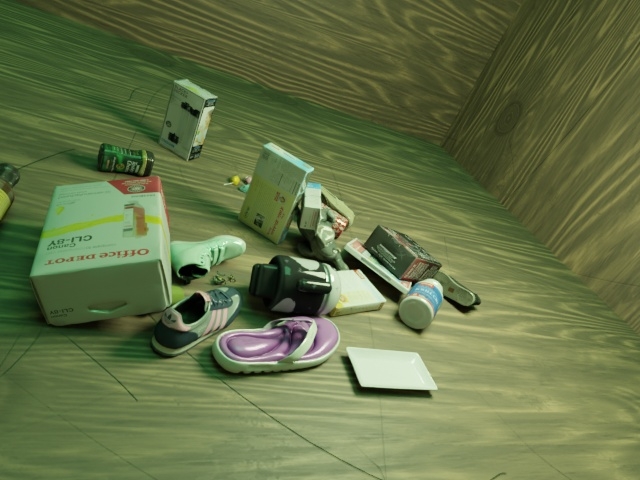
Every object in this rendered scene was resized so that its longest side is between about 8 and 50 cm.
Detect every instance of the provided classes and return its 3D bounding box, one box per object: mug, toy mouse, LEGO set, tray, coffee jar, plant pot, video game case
[{"bbox_3d":[0.025,-0.097,1.986,0.169,0.113,0.150,29,30,-2],"label":"mug"},{"bbox_3d":[-0.310,-0.240,2.026,0.143,0.031,0.161,28,28,3],"label":"toy mouse"},{"bbox_3d":[-0.298,0.120,1.450,0.083,0.023,0.054,21,28,-37],"label":"LEGO set"},{"bbox_3d":[0.206,0.386,1.405,0.271,0.030,0.145,11,32,-26],"label":"tray"},{"bbox_3d":[-0.700,-0.288,1.718,0.185,0.096,0.079,4,38,-35],"label":"coffee jar"},{"bbox_3d":[-0.409,0.147,1.259,0.079,0.083,0.083,9,31,-51],"label":"plant pot"},{"bbox_3d":[0.229,0.093,1.840,0.285,0.025,0.204,37,14,8],"label":"video game case"}]

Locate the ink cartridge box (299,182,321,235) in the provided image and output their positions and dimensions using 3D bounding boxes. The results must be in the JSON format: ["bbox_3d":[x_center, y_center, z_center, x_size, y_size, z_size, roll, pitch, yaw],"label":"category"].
[{"bbox_3d":[-0.036,-0.113,1.695,0.060,0.104,0.180,8,42,-7],"label":"ink cartridge box"}]

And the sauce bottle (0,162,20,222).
[{"bbox_3d":[-0.875,-0.095,1.240,0.112,0.111,0.344,14,29,-22],"label":"sauce bottle"}]

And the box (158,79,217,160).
[{"bbox_3d":[-0.559,-0.502,1.989,0.169,0.289,0.087,33,29,10],"label":"box"}]

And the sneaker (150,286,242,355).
[{"bbox_3d":[-0.294,0.176,1.237,0.112,0.131,0.319,32,29,11],"label":"sneaker"}]

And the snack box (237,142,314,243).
[{"bbox_3d":[-0.167,-0.163,1.708,0.187,0.321,0.060,33,31,11],"label":"snack box"}]

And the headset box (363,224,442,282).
[{"bbox_3d":[0.324,0.056,1.894,0.218,0.110,0.293,45,17,32],"label":"headset box"}]

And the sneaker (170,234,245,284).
[{"bbox_3d":[-0.329,0.063,1.435,0.256,0.094,0.151,-6,35,-30],"label":"sneaker"}]

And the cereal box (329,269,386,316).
[{"bbox_3d":[0.090,0.176,1.642,0.240,0.047,0.173,0,38,-40],"label":"cereal box"}]

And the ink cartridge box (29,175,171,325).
[{"bbox_3d":[-0.533,0.007,1.208,0.280,0.160,0.384,-8,39,-14],"label":"ink cartridge box"}]

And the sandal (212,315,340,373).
[{"bbox_3d":[-0.088,0.265,1.288,0.417,0.102,0.169,-5,42,-45],"label":"sandal"}]

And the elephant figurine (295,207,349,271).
[{"bbox_3d":[0.000,0.000,1.773,0.186,0.169,0.239,-7,51,-1],"label":"elephant figurine"}]

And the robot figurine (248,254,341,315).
[{"bbox_3d":[-0.071,0.135,1.445,0.279,0.173,0.209,12,31,-24],"label":"robot figurine"}]

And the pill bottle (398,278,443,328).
[{"bbox_3d":[0.373,0.219,1.724,0.124,0.124,0.221,33,29,13],"label":"pill bottle"}]

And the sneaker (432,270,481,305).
[{"bbox_3d":[0.553,0.206,1.966,0.222,0.083,0.118,39,11,36],"label":"sneaker"}]

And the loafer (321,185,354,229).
[{"bbox_3d":[0.046,-0.150,2.110,0.268,0.102,0.092,45,31,14],"label":"loafer"}]
